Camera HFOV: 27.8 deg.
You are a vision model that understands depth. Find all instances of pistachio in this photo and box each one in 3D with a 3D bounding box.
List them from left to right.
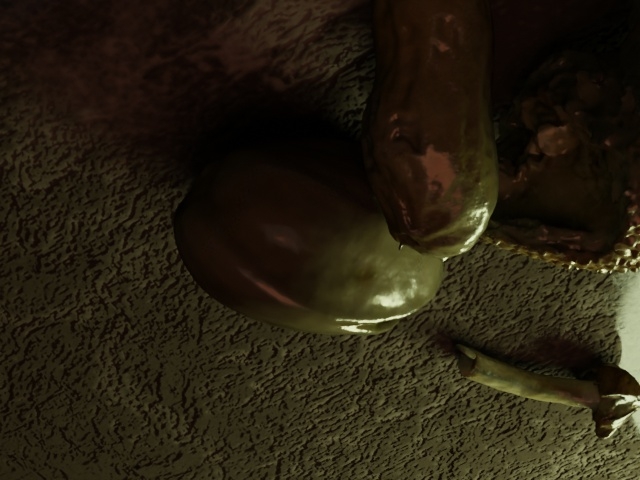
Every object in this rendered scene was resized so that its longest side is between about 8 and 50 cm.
[{"bbox_3d":[0.000,0.000,0.922,0.138,0.153,0.238,-36,156,33],"label":"pistachio"}]

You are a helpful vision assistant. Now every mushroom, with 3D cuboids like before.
[{"bbox_3d":[0.198,0.128,1.133,0.187,0.061,0.060,12,134,-16],"label":"mushroom"}]

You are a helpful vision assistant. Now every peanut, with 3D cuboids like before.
[{"bbox_3d":[0.074,-0.092,0.836,0.099,0.099,0.214,4,95,-14],"label":"peanut"}]

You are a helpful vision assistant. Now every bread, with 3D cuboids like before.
[{"bbox_3d":[0.250,-0.076,0.878,0.192,0.171,0.314,30,121,-28],"label":"bread"}]
